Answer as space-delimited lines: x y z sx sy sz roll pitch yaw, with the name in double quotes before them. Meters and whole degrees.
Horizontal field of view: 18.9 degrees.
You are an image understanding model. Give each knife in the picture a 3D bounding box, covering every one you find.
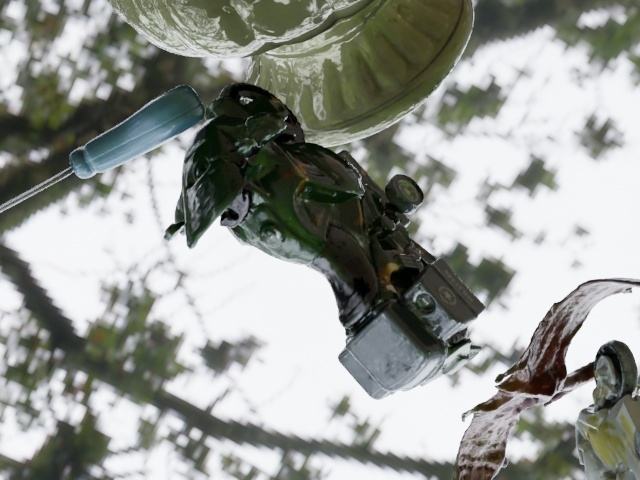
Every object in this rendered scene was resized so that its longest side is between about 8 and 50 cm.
"knife" -0.193 -0.043 1.377 0.032 0.244 0.058 61 -173 -12

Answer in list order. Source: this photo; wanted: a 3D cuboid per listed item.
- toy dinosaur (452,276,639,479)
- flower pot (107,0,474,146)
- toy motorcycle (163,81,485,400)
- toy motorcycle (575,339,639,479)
"toy dinosaur" 0.214 0.164 1.792 0.113 0.327 0.206 46 -178 29
"flower pot" -0.019 -0.233 1.563 0.307 0.307 0.244 -89 -26 -49
"toy motorcycle" 0.000 0.000 1.389 0.275 0.125 0.187 47 -147 5
"toy motorcycle" 0.284 0.210 1.770 0.074 0.151 0.229 -2 -130 -20
